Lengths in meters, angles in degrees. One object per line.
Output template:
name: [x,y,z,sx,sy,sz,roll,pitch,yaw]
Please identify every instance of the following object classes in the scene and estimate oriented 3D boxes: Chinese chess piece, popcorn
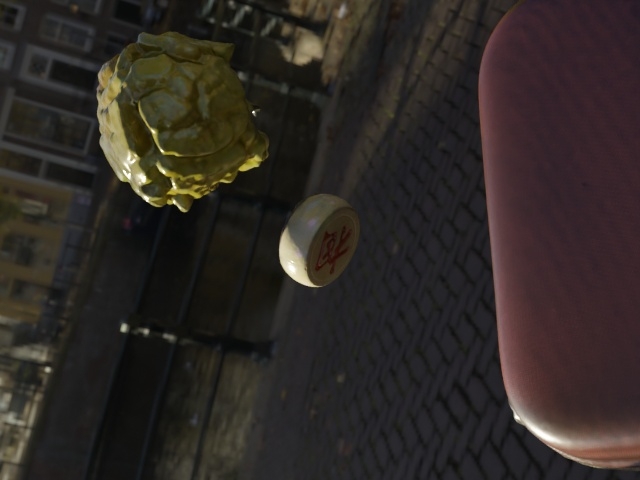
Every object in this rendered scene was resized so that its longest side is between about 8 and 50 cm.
Chinese chess piece: [0.000,0.000,1.336,0.051,0.122,0.122,25,102,32]
popcorn: [-0.178,-0.162,1.358,0.249,0.225,0.249,164,90,-74]

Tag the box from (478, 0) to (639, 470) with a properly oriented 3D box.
box: [0.247,-0.028,0.802,0.263,0.108,0.404,-13,73,42]
